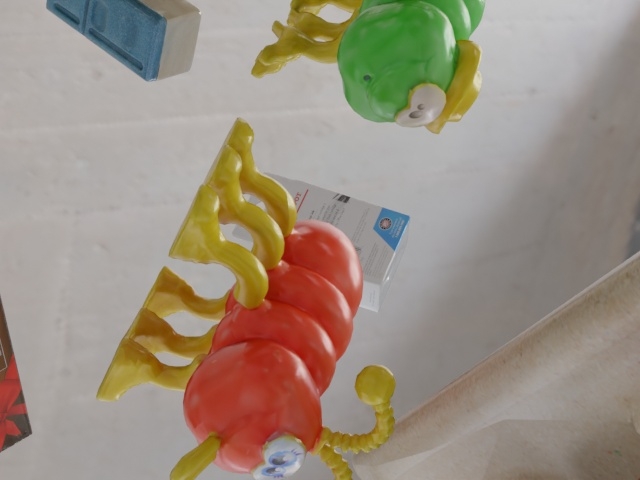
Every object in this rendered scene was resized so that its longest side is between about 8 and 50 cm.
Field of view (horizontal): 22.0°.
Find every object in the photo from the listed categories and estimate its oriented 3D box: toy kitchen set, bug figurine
[{"bbox_3d":[-0.168,-0.211,1.108,0.166,0.122,0.207,-23,140,-43],"label":"toy kitchen set"},{"bbox_3d":[0.034,-0.064,0.411,0.279,0.072,0.216,-59,-172,46],"label":"bug figurine"}]

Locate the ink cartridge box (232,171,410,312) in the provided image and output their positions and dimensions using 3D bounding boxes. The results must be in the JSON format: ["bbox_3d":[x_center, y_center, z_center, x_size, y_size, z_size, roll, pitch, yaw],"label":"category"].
[{"bbox_3d":[0.000,0.000,0.866,0.028,0.083,0.048,93,18,-55],"label":"ink cartridge box"}]

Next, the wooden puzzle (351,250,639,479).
[{"bbox_3d":[0.150,0.151,0.402,0.080,0.322,0.348,-42,177,-22],"label":"wooden puzzle"}]

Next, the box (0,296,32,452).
[{"bbox_3d":[-0.338,0.083,1.247,0.201,0.057,0.293,-30,137,-27],"label":"box"}]
